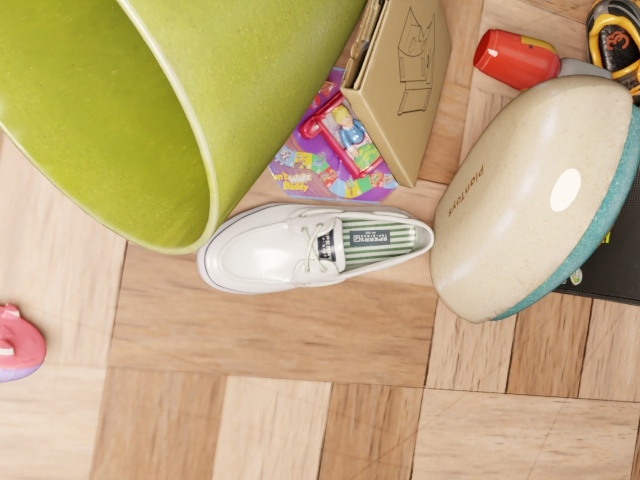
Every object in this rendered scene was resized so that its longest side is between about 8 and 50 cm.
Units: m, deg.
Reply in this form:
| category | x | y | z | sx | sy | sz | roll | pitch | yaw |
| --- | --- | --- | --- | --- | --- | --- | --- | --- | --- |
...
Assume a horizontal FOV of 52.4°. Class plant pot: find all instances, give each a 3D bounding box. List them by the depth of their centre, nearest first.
| category | x | y | z | sx | sy | sz | roll | pitch | yaw |
| --- | --- | --- | --- | --- | --- | --- | --- | --- | --- |
| plant pot | -0.085 | -0.187 | 0.486 | 0.293 | 0.275 | 0.275 | -47 | 110 | -31 |

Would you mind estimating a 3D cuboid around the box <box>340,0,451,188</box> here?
| category | x | y | z | sx | sy | sz | roll | pitch | yaw |
| --- | --- | --- | --- | --- | --- | --- | --- | --- | --- |
| box | 0.078 | -0.158 | 0.584 | 0.201 | 0.021 | 0.164 | 41 | 65 | -64 |

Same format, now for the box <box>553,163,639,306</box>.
| category | x | y | z | sx | sy | sz | roll | pitch | yaw |
| --- | --- | --- | --- | --- | --- | --- | --- | --- | --- |
| box | 0.308 | -0.030 | 0.677 | 0.045 | 0.184 | 0.190 | 10 | 90 | -12 |

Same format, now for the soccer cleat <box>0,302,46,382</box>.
| category | x | y | z | sx | sy | sz | roll | pitch | yaw |
| --- | --- | --- | --- | --- | --- | --- | --- | --- | --- |
| soccer cleat | -0.338 | 0.078 | 0.478 | 0.248 | 0.083 | 0.095 | 13 | 117 | -28 |

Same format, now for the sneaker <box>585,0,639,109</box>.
| category | x | y | z | sx | sy | sz | roll | pitch | yaw |
| --- | --- | --- | --- | --- | --- | --- | --- | --- | --- |
| sneaker | 0.355 | -0.172 | 0.735 | 0.215 | 0.084 | 0.083 | 59 | 38 | -5 |

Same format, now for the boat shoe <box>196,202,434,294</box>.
| category | x | y | z | sx | sy | sz | roll | pitch | yaw |
| --- | --- | --- | --- | --- | --- | --- | --- | --- | --- |
| boat shoe | 0.000 | 0.000 | 0.608 | 0.226 | 0.076 | 0.083 | -13 | 98 | -22 |

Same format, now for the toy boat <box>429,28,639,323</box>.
| category | x | y | z | sx | sy | sz | roll | pitch | yaw |
| --- | --- | --- | --- | --- | --- | --- | --- | --- | --- |
| toy boat | 0.216 | -0.082 | 0.625 | 0.148 | 0.267 | 0.318 | 19 | 56 | -7 |

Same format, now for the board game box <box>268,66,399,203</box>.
| category | x | y | z | sx | sy | sz | roll | pitch | yaw |
| --- | --- | --- | --- | --- | --- | --- | --- | --- | --- |
| board game box | 0.026 | -0.105 | 0.637 | 0.169 | 0.033 | 0.133 | 3 | 91 | -23 |
